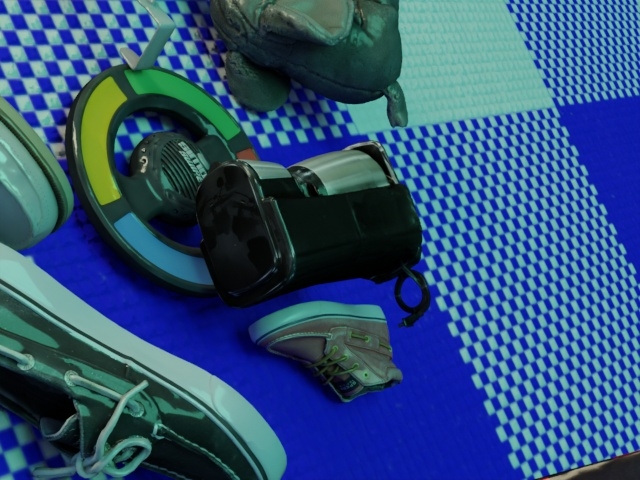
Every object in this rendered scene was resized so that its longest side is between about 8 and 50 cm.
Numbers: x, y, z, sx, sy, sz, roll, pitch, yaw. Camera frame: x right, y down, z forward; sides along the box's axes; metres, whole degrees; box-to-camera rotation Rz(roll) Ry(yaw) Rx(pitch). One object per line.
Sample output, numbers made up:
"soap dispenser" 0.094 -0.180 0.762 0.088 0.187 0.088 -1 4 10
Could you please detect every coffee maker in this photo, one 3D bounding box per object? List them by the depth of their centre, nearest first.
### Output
"coffee maker" 0.000 0.000 1.056 0.178 0.120 0.171 -14 55 -46

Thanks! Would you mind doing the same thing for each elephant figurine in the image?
"elephant figurine" -0.040 -0.215 1.239 0.239 0.186 0.169 -7 115 -40

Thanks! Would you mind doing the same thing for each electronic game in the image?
"electronic game" -0.129 -0.056 1.087 0.229 0.048 0.229 28 47 -34

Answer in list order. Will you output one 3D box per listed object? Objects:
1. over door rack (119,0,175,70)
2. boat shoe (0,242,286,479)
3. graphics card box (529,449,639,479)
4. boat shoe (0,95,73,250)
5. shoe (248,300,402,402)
"over door rack" -0.269 -0.295 1.015 0.239 0.108 0.324 -14 71 -51
"boat shoe" -0.163 0.121 0.879 0.306 0.113 0.105 40 48 -20
"graphics card box" 0.104 0.304 0.852 0.094 0.371 0.233 38 37 -65
"boat shoe" -0.317 -0.087 0.851 0.302 0.113 0.103 40 41 -9
"shoe" 0.011 0.105 1.127 0.178 0.063 0.081 4 60 -51
